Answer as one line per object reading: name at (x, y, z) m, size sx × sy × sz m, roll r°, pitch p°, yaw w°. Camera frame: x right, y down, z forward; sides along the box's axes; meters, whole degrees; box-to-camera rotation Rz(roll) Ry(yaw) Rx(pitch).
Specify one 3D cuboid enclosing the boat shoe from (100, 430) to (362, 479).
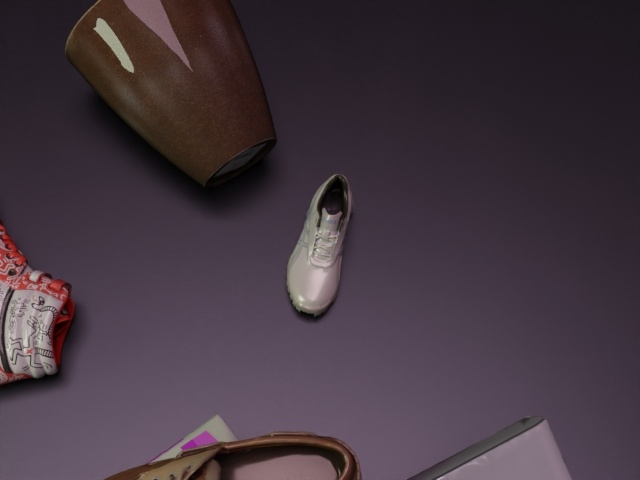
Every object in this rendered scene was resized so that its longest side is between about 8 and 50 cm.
boat shoe at (-0.116, 0.247, 0.957) m, size 0.325 × 0.116 × 0.123 m, roll -16°, pitch 66°, yaw -12°

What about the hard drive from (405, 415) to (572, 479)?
hard drive at (0.187, 0.382, 0.981) m, size 0.233 × 0.047 × 0.353 m, roll -24°, pitch 91°, yaw -16°

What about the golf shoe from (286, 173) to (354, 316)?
golf shoe at (0.000, 0.000, 1.208) m, size 0.069 × 0.086 × 0.176 m, roll 10°, pitch 66°, yaw 0°

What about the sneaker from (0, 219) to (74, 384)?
sneaker at (-0.363, 0.037, 1.171) m, size 0.145 × 0.090 × 0.270 m, roll -4°, pitch 69°, yaw -6°

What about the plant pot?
plant pot at (-0.160, -0.188, 1.238) m, size 0.215 × 0.215 × 0.230 m, roll -32°, pitch 84°, yaw -16°

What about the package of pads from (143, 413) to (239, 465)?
package of pads at (-0.116, 0.363, 1.022) m, size 0.229 × 0.101 × 0.296 m, roll -33°, pitch 70°, yaw -17°
